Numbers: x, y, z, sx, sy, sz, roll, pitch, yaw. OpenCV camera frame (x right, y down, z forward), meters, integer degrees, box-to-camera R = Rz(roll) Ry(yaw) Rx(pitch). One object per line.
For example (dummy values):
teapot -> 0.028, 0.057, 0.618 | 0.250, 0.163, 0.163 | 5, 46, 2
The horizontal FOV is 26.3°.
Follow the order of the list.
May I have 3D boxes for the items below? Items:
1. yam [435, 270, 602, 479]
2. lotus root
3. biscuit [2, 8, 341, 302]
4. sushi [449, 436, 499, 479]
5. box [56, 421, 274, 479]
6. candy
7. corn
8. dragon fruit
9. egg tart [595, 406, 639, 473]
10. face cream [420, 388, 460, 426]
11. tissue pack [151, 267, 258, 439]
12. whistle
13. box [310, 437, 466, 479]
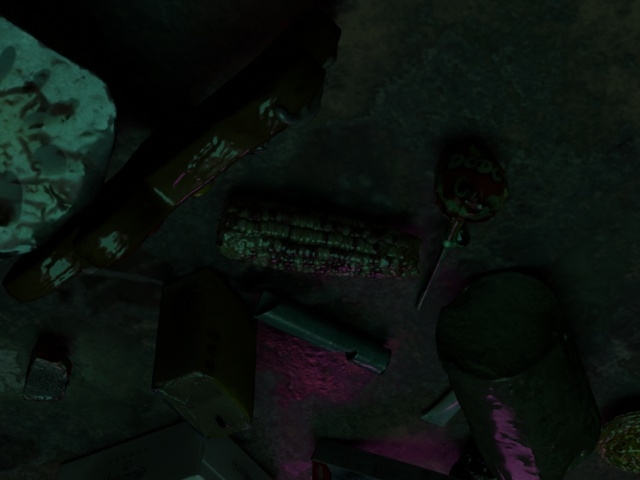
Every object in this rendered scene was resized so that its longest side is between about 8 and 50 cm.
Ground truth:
yam -> 0.243, 0.176, 1.647 | 0.161, 0.161, 0.268 | -12, 132, 15
lotus root -> -0.317, -0.135, 1.333 | 0.272, 0.192, 0.272 | 0, 122, 0
biscuit -> -0.145, -0.060, 1.335 | 0.432, 0.283, 0.064 | -37, 106, 22
sushi -> 0.221, 0.318, 1.841 | 0.083, 0.056, 0.085 | 27, 137, 27
box -> -0.213, 0.366, 1.894 | 0.260, 0.111, 0.194 | -20, 131, 24
candy -> 0.143, 0.002, 1.538 | 0.078, 0.084, 0.288 | 5, 143, -9
corn -> 0.000, 0.000, 1.535 | 0.237, 0.080, 0.079 | 8, 136, -8
dragon fruit -> -0.341, 0.162, 1.725 | 0.056, 0.060, 0.083 | 12, 125, -11
egg tart -> 0.422, 0.255, 1.795 | 0.128, 0.049, 0.129 | 6, 136, 6
face cream -> 0.173, 0.209, 1.778 | 0.038, 0.020, 0.115 | 21, 136, -19
tissue pack -> -0.131, 0.132, 1.609 | 0.082, 0.169, 0.120 | -23, 129, 21
whistle -> 0.002, 0.114, 1.675 | 0.186, 0.039, 0.039 | 27, 131, -23
box -> 0.095, 0.325, 1.844 | 0.218, 0.040, 0.055 | 14, 138, 13
